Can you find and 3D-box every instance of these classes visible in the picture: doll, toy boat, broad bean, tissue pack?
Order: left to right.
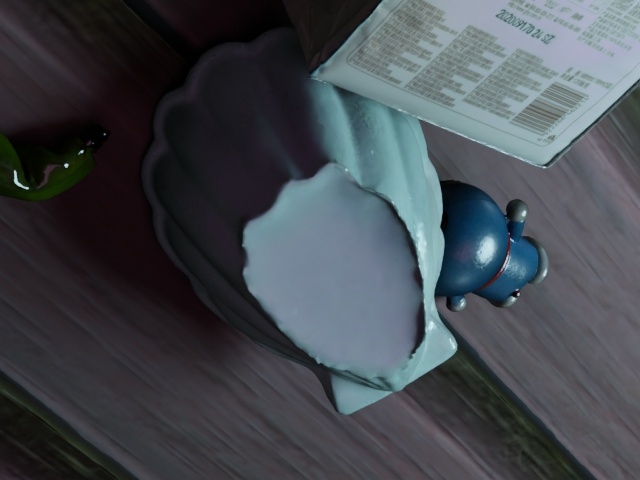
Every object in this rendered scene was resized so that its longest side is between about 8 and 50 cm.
[{"bbox_3d":[-0.221,-0.064,0.988,0.195,0.046,0.061,13,97,-40],"label":"broad bean"},{"bbox_3d":[0.000,0.000,1.085,0.199,0.100,0.290,-29,117,4],"label":"toy boat"},{"bbox_3d":[0.111,0.005,1.205,0.114,0.085,0.152,-43,141,21],"label":"doll"},{"bbox_3d":[0.117,-0.170,1.050,0.225,0.124,0.185,18,129,-36],"label":"tissue pack"}]
